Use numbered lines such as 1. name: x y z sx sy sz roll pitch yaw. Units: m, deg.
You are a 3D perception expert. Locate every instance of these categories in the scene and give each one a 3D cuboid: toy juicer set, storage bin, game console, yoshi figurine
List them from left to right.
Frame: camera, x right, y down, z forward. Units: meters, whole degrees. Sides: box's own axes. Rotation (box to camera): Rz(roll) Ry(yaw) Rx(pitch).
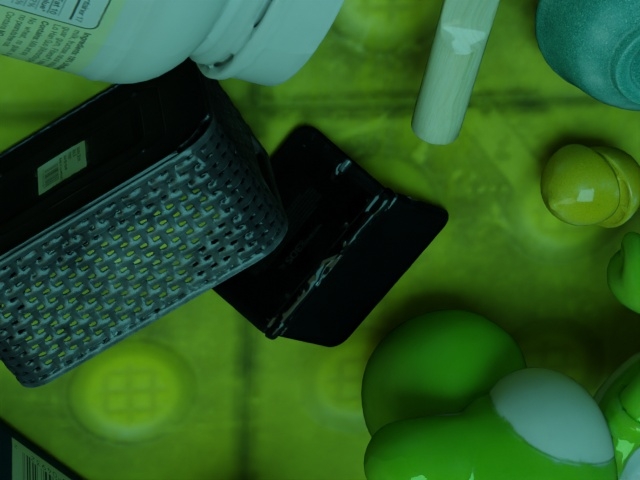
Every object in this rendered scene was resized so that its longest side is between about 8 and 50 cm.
1. storage bin: -0.121 -0.015 0.901 0.180 0.122 0.084 -29 122 7
2. game console: 0.000 0.000 0.999 0.107 0.071 0.122 41 108 3
3. yoshi figurine: 0.179 0.098 1.023 0.362 0.203 0.204 -6 88 -21
4. toy juicer set: 0.172 -0.106 0.934 0.329 0.089 0.209 17 132 -26

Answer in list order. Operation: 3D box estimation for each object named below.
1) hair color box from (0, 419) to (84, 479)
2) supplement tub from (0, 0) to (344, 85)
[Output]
1. hair color box: -0.294 0.278 1.054 0.347 0.105 0.174 -40 119 14
2. supplement tub: -0.148 -0.205 0.714 0.324 0.235 0.235 13 117 -20
